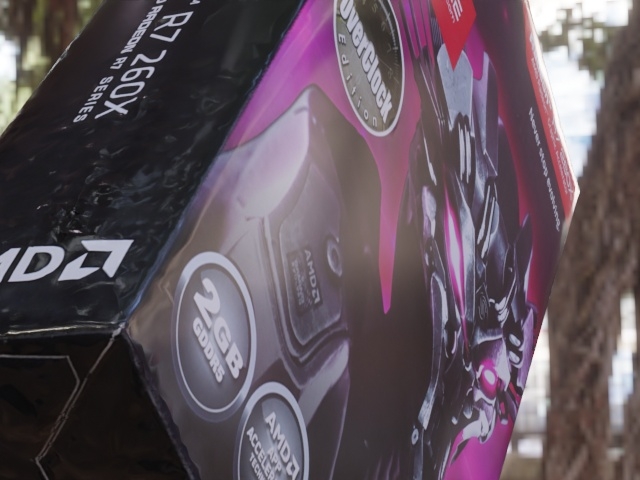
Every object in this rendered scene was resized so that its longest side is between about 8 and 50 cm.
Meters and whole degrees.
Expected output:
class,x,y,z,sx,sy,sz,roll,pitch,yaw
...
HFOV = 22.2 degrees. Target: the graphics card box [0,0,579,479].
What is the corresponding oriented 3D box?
class,x,y,z,sx,sy,sz,roll,pitch,yaw
graphics card box,0.000,0.000,0.589,0.094,0.232,0.371,-3,36,24
